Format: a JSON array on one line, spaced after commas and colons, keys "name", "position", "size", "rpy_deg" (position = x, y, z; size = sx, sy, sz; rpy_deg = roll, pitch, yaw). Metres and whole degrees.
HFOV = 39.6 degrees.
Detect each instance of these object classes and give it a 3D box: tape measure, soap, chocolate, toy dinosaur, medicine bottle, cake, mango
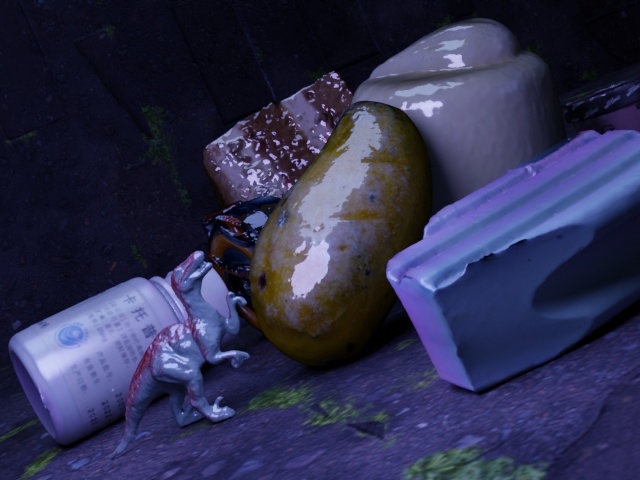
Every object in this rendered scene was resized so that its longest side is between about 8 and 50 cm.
[{"name": "tape measure", "position": [-0.076, 0.038, 1.287], "size": [0.135, 0.202, 0.222], "rpy_deg": [-31, 17, -26]}, {"name": "soap", "position": [0.207, 0.004, 0.810], "size": [0.323, 0.109, 0.192], "rpy_deg": [-28, 16, -25]}, {"name": "chocolate", "position": [0.172, -0.137, 1.233], "size": [0.326, 0.297, 0.314], "rpy_deg": [-28, 19, -13]}, {"name": "toy dinosaur", "position": [-0.172, 0.144, 0.995], "size": [0.242, 0.167, 0.053], "rpy_deg": [-37, 5, 15]}, {"name": "medicine bottle", "position": [-0.268, 0.148, 1.248], "size": [0.292, 0.170, 0.170], "rpy_deg": [-25, 6, -27]}, {"name": "cake", "position": [-0.020, -0.086, 1.525], "size": [0.290, 0.256, 0.282], "rpy_deg": [-32, -16, -10]}, {"name": "mango", "position": [0.036, -0.010, 1.046], "size": [0.330, 0.176, 0.175], "rpy_deg": [-57, 8, -23]}]

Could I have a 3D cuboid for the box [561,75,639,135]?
[{"name": "box", "position": [0.472, -0.176, 1.395], "size": [0.151, 0.135, 0.151], "rpy_deg": [-21, 7, 3]}]
